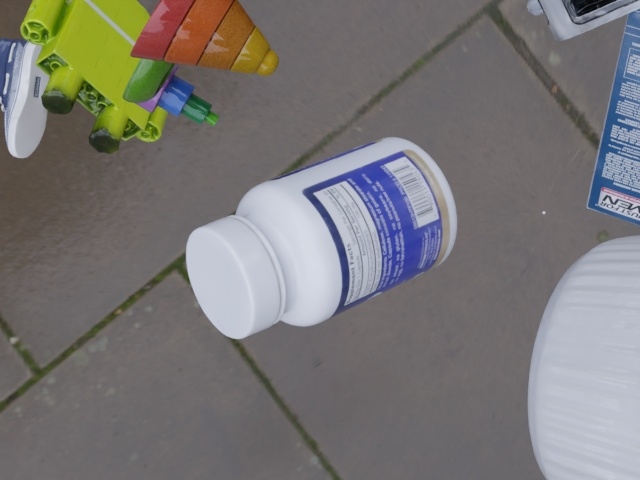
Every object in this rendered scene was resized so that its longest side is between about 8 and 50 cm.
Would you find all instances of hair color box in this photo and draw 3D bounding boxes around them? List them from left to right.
[{"bbox_3d":[0.451,-0.199,1.397,0.105,0.347,0.174,21,53,20],"label":"hair color box"}]

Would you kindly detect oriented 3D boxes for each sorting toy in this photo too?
[{"bbox_3d":[-0.124,-0.180,1.110,0.126,0.365,0.127,30,78,-8],"label":"sorting toy"}]

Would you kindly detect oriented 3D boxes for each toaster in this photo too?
[{"bbox_3d":[0.298,-0.327,1.147,0.185,0.110,0.168,-20,114,27],"label":"toaster"}]

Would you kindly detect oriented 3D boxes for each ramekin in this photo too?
[{"bbox_3d":[0.220,0.092,0.671,0.109,0.207,0.207,7,93,41],"label":"ramekin"}]

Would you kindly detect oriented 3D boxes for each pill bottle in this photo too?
[{"bbox_3d":[0.000,0.000,0.786,0.186,0.112,0.112,-23,86,-33],"label":"pill bottle"}]

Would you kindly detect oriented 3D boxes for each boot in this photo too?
[{"bbox_3d":[-0.484,-0.227,1.679,0.086,0.069,0.190,9,87,26],"label":"boot"}]

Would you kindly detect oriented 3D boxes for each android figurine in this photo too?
[{"bbox_3d":[-0.298,-0.252,1.463,0.056,0.273,0.248,-25,131,32],"label":"android figurine"}]
